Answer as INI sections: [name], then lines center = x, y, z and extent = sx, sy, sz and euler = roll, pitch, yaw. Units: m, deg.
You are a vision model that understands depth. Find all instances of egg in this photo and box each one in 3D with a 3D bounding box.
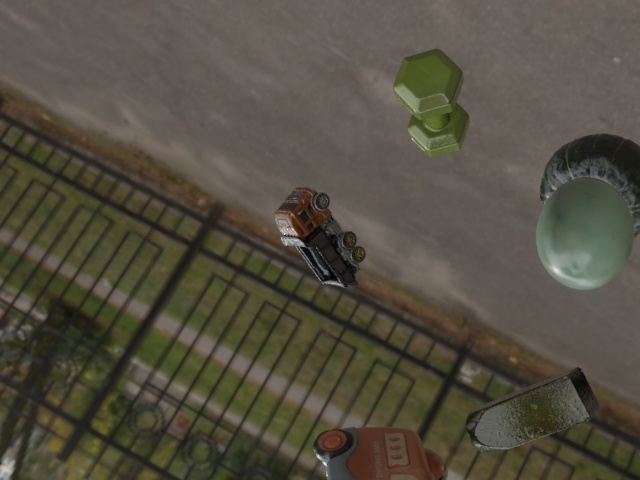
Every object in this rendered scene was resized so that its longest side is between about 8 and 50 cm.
[egg]
center = 0.472, -0.015, 1.682
extent = 0.168, 0.231, 0.168
euler = 10, 139, 9

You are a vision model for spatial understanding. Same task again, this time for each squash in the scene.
[squash]
center = 0.601, -0.106, 2.018
extent = 0.252, 0.165, 0.252
euler = 22, 131, 28

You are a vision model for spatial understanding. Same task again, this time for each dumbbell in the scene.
[dumbbell]
center = 0.208, -0.245, 1.721
extent = 0.121, 0.108, 0.302
euler = 48, 180, 17

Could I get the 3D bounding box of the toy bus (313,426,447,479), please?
[toy bus]
center = 0.114, 0.454, 1.636
extent = 0.232, 0.287, 0.194
euler = -9, 120, 1

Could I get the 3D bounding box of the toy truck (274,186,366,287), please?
[toy truck]
center = 0.000, 0.000, 1.664
extent = 0.192, 0.092, 0.083
euler = 55, 157, -22

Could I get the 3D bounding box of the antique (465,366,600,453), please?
[antique]
center = 0.352, 0.297, 1.602
extent = 0.080, 0.221, 0.081
euler = -8, -109, -61
